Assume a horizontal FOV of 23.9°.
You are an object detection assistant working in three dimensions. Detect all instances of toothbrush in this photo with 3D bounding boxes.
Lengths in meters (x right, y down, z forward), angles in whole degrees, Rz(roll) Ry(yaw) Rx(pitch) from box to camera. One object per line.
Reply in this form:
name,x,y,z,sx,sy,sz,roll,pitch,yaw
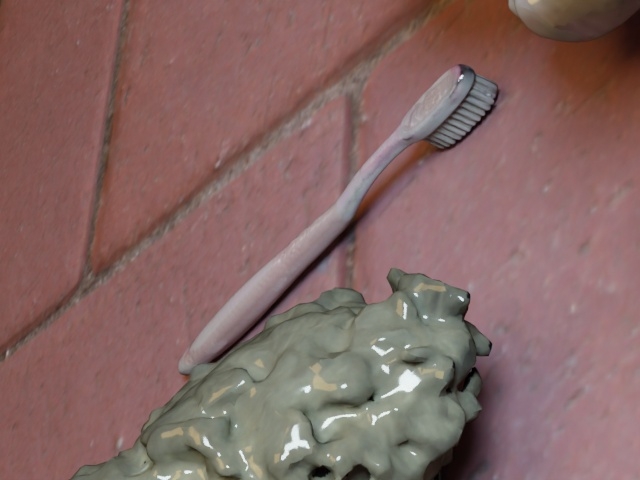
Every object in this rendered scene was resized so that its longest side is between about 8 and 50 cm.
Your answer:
toothbrush,0.000,0.000,0.882,0.307,0.029,0.025,-45,35,38

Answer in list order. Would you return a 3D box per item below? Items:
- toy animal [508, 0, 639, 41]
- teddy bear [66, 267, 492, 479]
toy animal,0.112,-0.229,0.693,0.241,0.196,0.367,-56,31,4
teddy bear,-0.049,0.174,0.680,0.367,0.224,0.357,-41,12,-1
